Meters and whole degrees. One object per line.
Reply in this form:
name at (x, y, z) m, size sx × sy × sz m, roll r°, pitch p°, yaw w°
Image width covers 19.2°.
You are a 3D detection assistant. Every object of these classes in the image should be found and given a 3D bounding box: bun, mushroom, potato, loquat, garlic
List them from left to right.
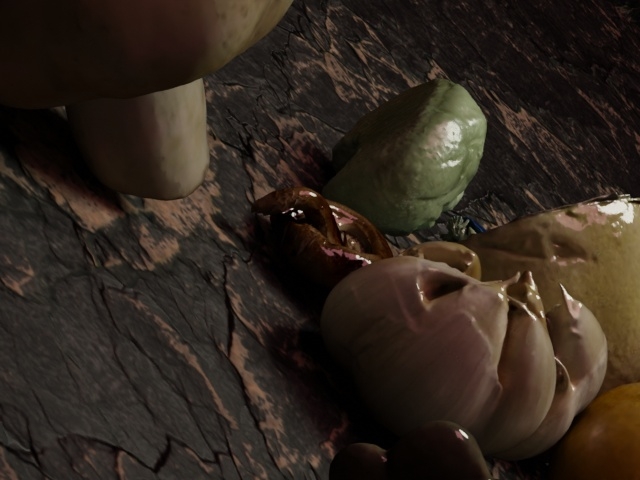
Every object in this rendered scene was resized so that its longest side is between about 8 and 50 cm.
mushroom at (-0.188, -0.228, 1.562) m, size 0.325 × 0.353 × 0.353 m, roll 21°, pitch 27°, yaw -12°
mushroom at (-0.001, 0.001, 1.843) m, size 0.170 × 0.080 × 0.135 m, roll 34°, pitch 12°, yaw -34°
bun at (0.094, -0.074, 2.055) m, size 0.126 × 0.204 × 0.212 m, roll 50°, pitch 49°, yaw -13°
garlic at (0.137, 0.107, 1.750) m, size 0.281 × 0.203 × 0.185 m, roll 31°, pitch 40°, yaw -11°
potato at (0.233, 0.106, 1.916) m, size 0.189 × 0.211 × 0.264 m, roll -15°, pitch 86°, yaw -46°
loquat at (0.339, 0.262, 1.818) m, size 0.263 × 0.263 × 0.263 m, roll 42°, pitch 21°, yaw -20°

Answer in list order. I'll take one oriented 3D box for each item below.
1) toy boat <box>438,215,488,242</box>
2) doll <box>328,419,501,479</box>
toy boat at (0.129, 0.072, 2.020) m, size 0.291 × 0.067 × 0.221 m, roll 2°, pitch 67°, yaw -46°
doll at (0.161, 0.339, 1.327) m, size 0.378 × 0.252 × 0.382 m, roll 30°, pitch 33°, yaw -42°
